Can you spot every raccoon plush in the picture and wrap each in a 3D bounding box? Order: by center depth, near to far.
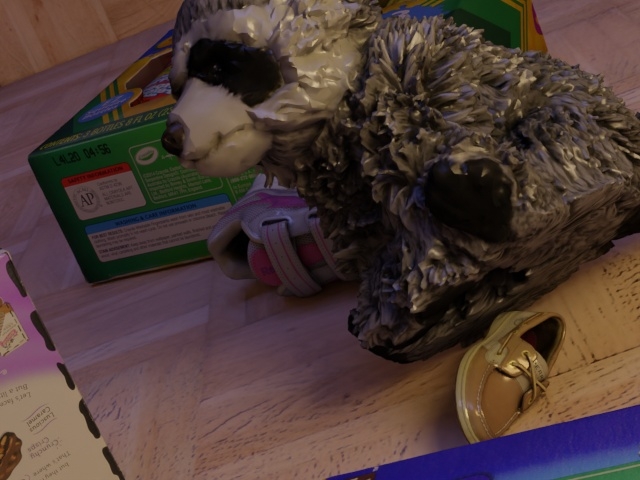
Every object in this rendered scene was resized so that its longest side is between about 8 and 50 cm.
[{"bbox_3d":[0.098,-0.103,0.930,0.446,0.299,0.216,-15,-26,-41],"label":"raccoon plush"}]

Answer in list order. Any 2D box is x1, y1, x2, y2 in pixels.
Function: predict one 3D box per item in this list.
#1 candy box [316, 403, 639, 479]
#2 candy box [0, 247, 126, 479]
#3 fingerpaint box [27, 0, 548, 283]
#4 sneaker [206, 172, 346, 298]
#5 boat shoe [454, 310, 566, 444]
[{"bbox_3d":[0.124,0.180,0.494,0.317,0.122,0.268,-17,22,17],"label":"candy box"},{"bbox_3d":[-0.252,0.126,0.886,0.164,0.196,0.070,-32,22,-23],"label":"candy box"},{"bbox_3d":[-0.019,-0.149,1.356,0.444,0.163,0.371,-12,24,25],"label":"fingerpaint box"},{"bbox_3d":[0.000,0.000,1.092,0.252,0.103,0.111,-6,30,50],"label":"sneaker"},{"bbox_3d":[0.123,0.082,0.825,0.045,0.050,0.135,-16,22,31],"label":"boat shoe"}]
